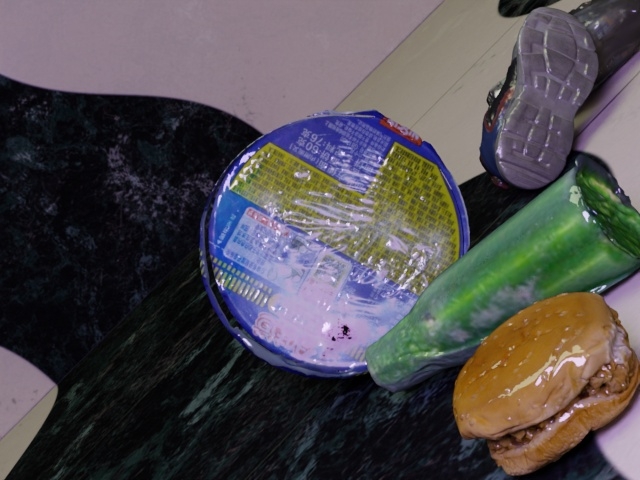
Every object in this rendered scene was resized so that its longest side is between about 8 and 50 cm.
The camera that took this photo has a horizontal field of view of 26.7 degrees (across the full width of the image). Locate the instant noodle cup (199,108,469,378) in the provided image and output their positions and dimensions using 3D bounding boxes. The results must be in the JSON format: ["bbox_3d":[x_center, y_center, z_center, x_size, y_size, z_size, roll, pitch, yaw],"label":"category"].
[{"bbox_3d":[0.000,0.000,1.528,0.284,0.284,0.312,-44,5,-3],"label":"instant noodle cup"}]

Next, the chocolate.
[{"bbox_3d":[0.156,0.049,1.213,0.291,0.110,0.110,-38,14,32],"label":"chocolate"}]

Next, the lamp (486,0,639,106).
[{"bbox_3d":[0.308,-0.225,1.617,0.250,0.101,0.101,-34,14,7],"label":"lamp"}]

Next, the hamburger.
[{"bbox_3d":[0.169,0.105,1.022,0.147,0.083,0.138,-36,10,17],"label":"hamburger"}]

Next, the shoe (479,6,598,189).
[{"bbox_3d":[0.243,-0.151,1.548,0.125,0.099,0.227,123,166,-72],"label":"shoe"}]
